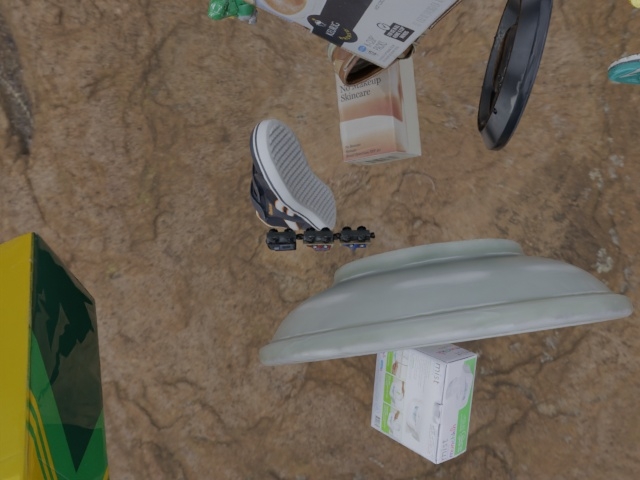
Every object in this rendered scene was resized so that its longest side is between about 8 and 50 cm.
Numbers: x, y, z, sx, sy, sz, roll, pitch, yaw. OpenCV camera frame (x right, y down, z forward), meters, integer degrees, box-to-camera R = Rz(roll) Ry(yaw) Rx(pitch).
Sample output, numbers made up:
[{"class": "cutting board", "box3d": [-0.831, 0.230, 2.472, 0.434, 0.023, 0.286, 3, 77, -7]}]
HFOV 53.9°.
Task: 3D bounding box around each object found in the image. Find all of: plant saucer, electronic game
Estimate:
[{"class": "plant saucer", "box3d": [0.126, 0.069, 0.711, 0.400, 0.400, 0.100, -9, 79, 8]}, {"class": "electronic game", "box3d": [0.246, -0.227, 0.796, 0.048, 0.229, 0.229, 12, 104, 3]}]

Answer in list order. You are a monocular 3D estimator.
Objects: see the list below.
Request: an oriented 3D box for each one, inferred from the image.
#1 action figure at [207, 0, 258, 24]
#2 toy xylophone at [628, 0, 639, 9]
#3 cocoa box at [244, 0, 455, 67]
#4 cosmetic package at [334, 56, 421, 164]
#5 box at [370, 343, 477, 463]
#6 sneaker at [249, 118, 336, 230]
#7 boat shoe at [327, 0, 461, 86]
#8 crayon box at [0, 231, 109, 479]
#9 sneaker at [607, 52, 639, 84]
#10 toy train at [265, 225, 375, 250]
[{"class": "action figure", "box3d": [-0.119, -0.368, 0.941, 0.137, 0.232, 0.063, 34, 121, -6]}, {"class": "toy xylophone", "box3d": [0.589, -0.475, 1.027, 0.322, 0.081, 0.236, 35, 112, -19]}, {"class": "cocoa box", "box3d": [0.040, -0.335, 0.534, 0.228, 0.347, 0.231, 22, 88, -9]}, {"class": "cosmetic package", "box3d": [0.130, -0.334, 1.467, 0.153, 0.129, 0.296, -8, 87, 36]}, {"class": "box", "box3d": [0.254, 0.382, 1.586, 0.231, 0.126, 0.262, 15, 105, 48]}, {"class": "sneaker", "box3d": [-0.079, -0.102, 1.164, 0.127, 0.321, 0.126, -3, 63, 21]}, {"class": "boat shoe", "box3d": [0.160, -0.414, 1.251, 0.324, 0.123, 0.116, -30, 58, 32]}, {"class": "crayon box", "box3d": [-0.330, 0.192, 0.420, 0.363, 0.313, 0.106, -25, 134, -2]}, {"class": "sneaker", "box3d": [0.778, -0.346, 1.398, 0.275, 0.107, 0.110, 20, 90, 23]}, {"class": "toy train", "box3d": [0.000, 0.000, 0.911, 0.158, 0.027, 0.036, -2, 133, -5]}]
